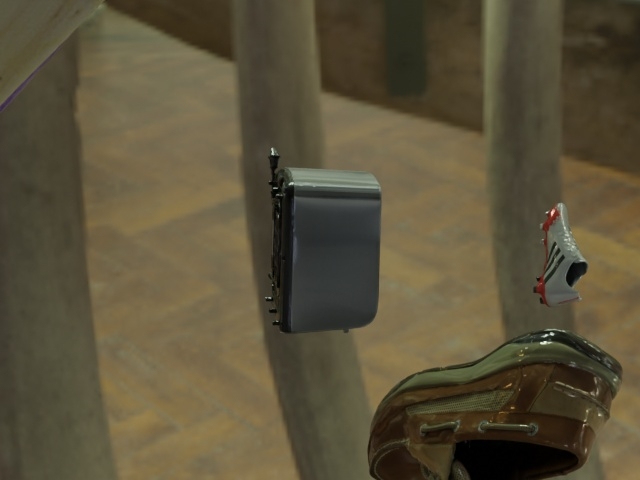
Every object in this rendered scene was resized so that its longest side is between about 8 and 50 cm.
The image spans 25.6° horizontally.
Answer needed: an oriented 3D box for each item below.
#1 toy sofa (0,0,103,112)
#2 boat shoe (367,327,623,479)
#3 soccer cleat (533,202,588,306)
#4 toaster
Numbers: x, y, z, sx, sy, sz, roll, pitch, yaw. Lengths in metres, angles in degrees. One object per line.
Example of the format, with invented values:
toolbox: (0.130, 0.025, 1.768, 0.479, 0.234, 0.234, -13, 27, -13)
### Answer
toy sofa: (-0.148, -0.099, 0.390, 0.362, 0.177, 0.150, -43, 21, 17)
boat shoe: (0.138, 0.183, 1.277, 0.123, 0.324, 0.120, 27, 57, -17)
soccer cleat: (0.174, 0.010, 0.999, 0.036, 0.029, 0.083, -5, 54, 29)
toaster: (0.000, 0.000, 1.512, 0.110, 0.185, 0.168, 1, 8, -6)
